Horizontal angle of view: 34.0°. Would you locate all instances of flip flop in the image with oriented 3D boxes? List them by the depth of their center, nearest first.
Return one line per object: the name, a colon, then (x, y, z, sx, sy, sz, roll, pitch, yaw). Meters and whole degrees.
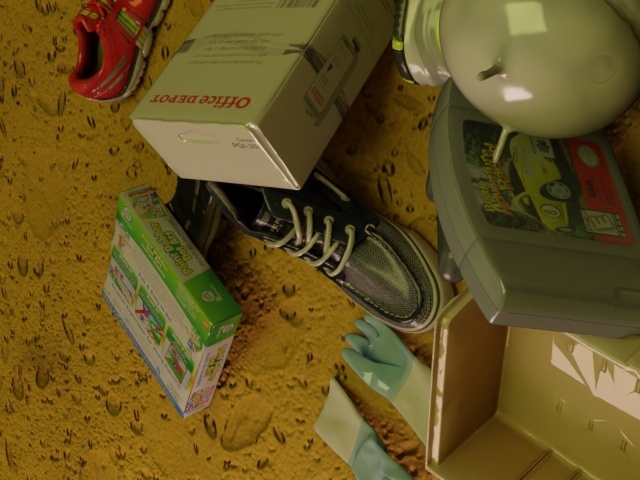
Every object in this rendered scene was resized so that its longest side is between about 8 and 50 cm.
flip flop: (-0.164, -0.044, 1.460, 0.112, 0.080, 0.277, 52, 140, 23)

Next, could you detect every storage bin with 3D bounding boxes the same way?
storage bin: (0.249, 0.190, 1.055, 0.262, 0.123, 0.260, 33, 142, 34)

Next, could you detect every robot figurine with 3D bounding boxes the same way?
robot figurine: (0.243, -0.238, 0.973, 0.200, 0.300, 0.353, 19, 65, 40)

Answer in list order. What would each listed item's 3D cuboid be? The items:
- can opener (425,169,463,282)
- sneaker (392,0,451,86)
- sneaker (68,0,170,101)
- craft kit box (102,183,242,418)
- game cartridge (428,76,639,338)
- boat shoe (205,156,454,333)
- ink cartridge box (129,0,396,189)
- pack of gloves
can opener: (0.154, -0.037, 1.120, 0.076, 0.283, 0.095, 9, 129, -2)
sneaker: (0.180, -0.358, 1.141, 0.147, 0.145, 0.384, 10, 103, 18)
sneaker: (-0.301, -0.334, 1.532, 0.107, 0.118, 0.279, 28, 111, 34)
craft kit box: (-0.221, 0.089, 1.492, 0.250, 0.061, 0.246, 52, 147, 23)
game cartridge: (0.206, -0.042, 1.016, 0.060, 0.196, 0.294, 110, 159, -47)
boat shoe: (0.000, 0.000, 1.285, 0.340, 0.158, 0.127, 41, 118, 30)
ink cartridge box: (-0.063, -0.205, 1.246, 0.207, 0.117, 0.283, 8, 57, 39)
pack of gloves: (0.059, 0.212, 1.281, 0.232, 0.046, 0.195, 43, 118, 52)
